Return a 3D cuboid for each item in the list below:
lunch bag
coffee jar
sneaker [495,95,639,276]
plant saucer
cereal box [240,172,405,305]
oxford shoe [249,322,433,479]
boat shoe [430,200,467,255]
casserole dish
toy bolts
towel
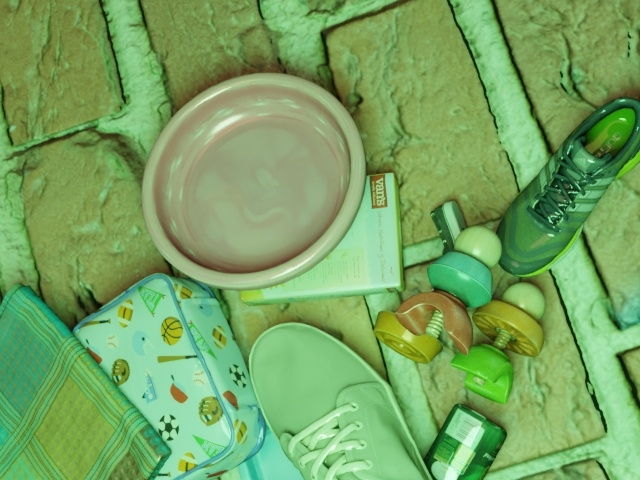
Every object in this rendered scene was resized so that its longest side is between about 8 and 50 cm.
[{"bbox_3d":[-0.228,0.206,1.343,0.243,0.115,0.303,-34,69,23],"label":"lunch bag"},{"bbox_3d":[0.169,0.311,1.236,0.079,0.096,0.184,29,86,22],"label":"coffee jar"},{"bbox_3d":[0.337,-0.082,1.274,0.111,0.121,0.300,36,88,20],"label":"sneaker"},{"bbox_3d":[-0.092,-0.080,1.357,0.332,0.084,0.332,-5,68,12],"label":"plant saucer"},{"bbox_3d":[0.000,0.000,1.379,0.240,0.047,0.173,-5,73,13],"label":"cereal box"},{"bbox_3d":[0.036,0.271,1.186,0.169,0.130,0.449,-41,57,10],"label":"oxford shoe"},{"bbox_3d":[0.192,0.014,1.332,0.040,0.049,0.142,-23,70,28],"label":"boat shoe"},{"bbox_3d":[-0.023,0.297,1.320,0.188,0.037,0.114,-23,73,9],"label":"casserole dish"},{"bbox_3d":[0.180,0.077,1.236,0.218,0.228,0.159,22,71,31],"label":"toy bolts"},{"bbox_3d":[-0.393,0.273,1.355,0.370,0.040,0.271,42,109,27],"label":"towel"}]
